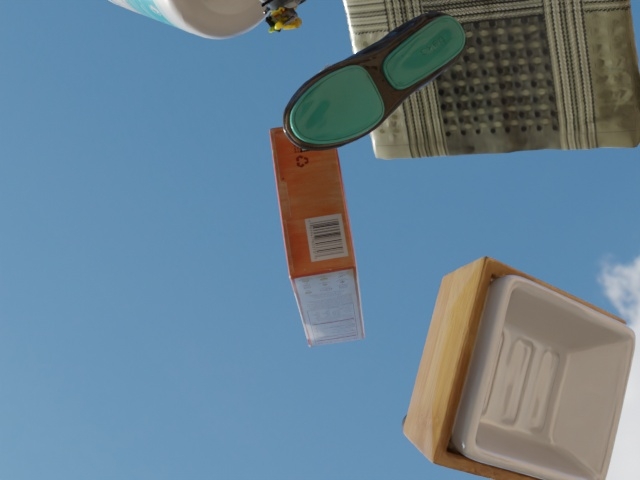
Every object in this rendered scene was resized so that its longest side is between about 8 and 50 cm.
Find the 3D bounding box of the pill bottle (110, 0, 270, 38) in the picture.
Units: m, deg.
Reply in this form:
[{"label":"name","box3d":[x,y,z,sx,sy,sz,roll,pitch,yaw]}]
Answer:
[{"label":"pill bottle","box3d":[-0.162,-0.308,1.247,0.146,0.264,0.146,-16,-61,-32]}]

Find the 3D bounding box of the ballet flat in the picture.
[{"label":"ballet flat","box3d":[0.041,-0.139,1.049,0.203,0.074,0.074,-35,-59,-22]}]

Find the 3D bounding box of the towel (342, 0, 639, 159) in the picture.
[{"label":"towel","box3d":[0.169,-0.237,1.218,0.312,0.056,0.324,-1,-64,25]}]

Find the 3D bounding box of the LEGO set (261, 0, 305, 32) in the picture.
[{"label":"LEGO set","box3d":[0.078,-0.269,0.951,0.255,0.331,0.192,-27,-66,28]}]

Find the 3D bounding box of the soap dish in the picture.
[{"label":"soap dish","box3d":[0.231,0.164,1.357,0.291,0.118,0.229,23,-101,-41]}]

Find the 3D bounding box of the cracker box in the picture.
[{"label":"cracker box","box3d":[0.000,0.000,1.192,0.067,0.156,0.232,-9,-21,0]}]
